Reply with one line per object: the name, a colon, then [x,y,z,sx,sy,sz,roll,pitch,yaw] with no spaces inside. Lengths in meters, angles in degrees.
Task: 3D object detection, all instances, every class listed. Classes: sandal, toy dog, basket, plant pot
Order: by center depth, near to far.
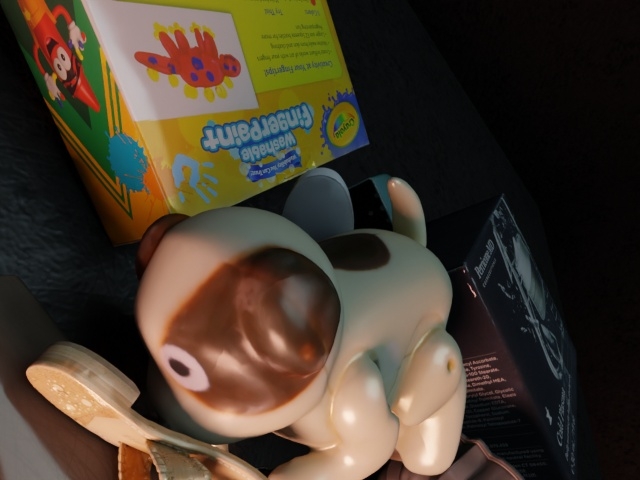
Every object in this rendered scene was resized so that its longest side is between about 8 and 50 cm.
sandal: [-0.128,0.181,0.328,0.240,0.088,0.079,47,37,-18]
basket: [-0.256,0.156,0.360,0.227,0.154,0.204,62,28,-1]
toy dog: [0.000,0.099,0.490,0.407,0.284,0.396,18,100,-51]
plant pot: [0.106,-0.046,0.946,0.166,0.165,0.234,64,28,-6]

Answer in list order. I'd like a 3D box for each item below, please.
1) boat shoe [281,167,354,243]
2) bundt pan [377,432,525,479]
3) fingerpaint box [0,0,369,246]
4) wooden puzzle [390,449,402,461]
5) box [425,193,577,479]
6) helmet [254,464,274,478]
boat shoe: [0.004,0.000,0.730,0.105,0.113,0.307,-81,168,-48]
bundt pan: [0.198,0.467,0.670,0.124,0.330,0.331,-13,81,-32]
fingerpaint box: [-0.147,-0.248,0.636,0.444,0.163,0.371,-36,111,-49]
wooden puzzle: [0.108,0.240,0.733,0.044,0.239,0.221,0,68,-17]
box: [0.347,0.210,1.013,0.472,0.297,0.480,61,35,-6]
helmet: [-0.043,0.364,0.514,0.161,0.169,0.170,32,45,-17]
